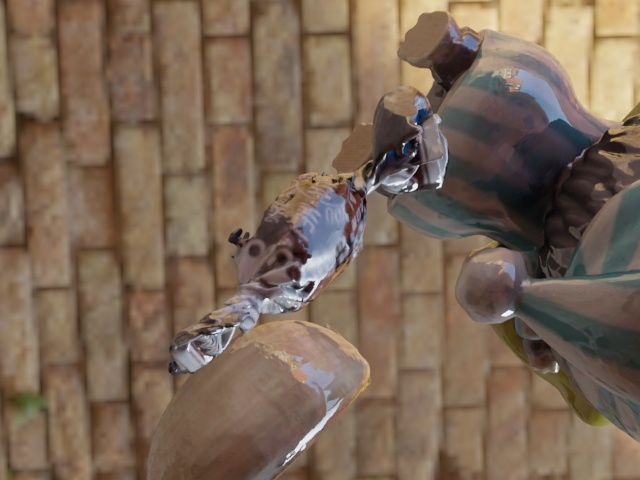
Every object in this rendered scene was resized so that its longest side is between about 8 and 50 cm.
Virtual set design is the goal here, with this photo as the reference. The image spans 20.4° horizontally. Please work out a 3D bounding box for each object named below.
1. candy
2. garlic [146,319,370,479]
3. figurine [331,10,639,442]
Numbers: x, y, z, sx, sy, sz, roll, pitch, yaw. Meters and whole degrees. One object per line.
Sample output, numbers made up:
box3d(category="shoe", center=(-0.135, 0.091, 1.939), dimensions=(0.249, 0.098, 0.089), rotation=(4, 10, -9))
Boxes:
box3d(category="candy", center=(0.000, 0.000, 0.926), dimensions=(0.226, 0.051, 0.094), rotation=(-40, 156, -37))
box3d(category="garlic", center=(-0.052, 0.136, 1.167), dimensions=(0.198, 0.090, 0.128), rotation=(-50, 160, -2))
box3d(category="figurine", center=(0.228, -0.008, 1.211), dimensions=(0.266, 0.361, 0.377), rotation=(-60, -167, -3))
